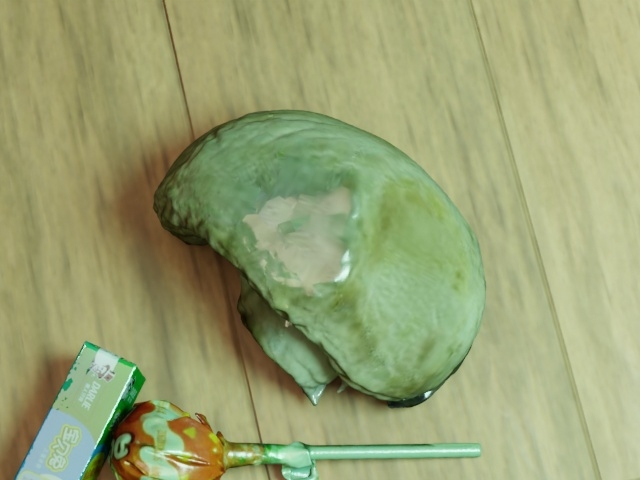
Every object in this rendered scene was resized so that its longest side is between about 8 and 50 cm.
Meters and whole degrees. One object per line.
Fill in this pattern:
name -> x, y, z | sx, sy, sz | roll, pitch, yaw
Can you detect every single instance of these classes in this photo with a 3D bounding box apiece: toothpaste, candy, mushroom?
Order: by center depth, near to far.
mushroom -> 0.008, -0.003, 1.401 | 0.189, 0.164, 0.267 | -39, 76, -6
toothpaste -> -0.216, 0.209, 1.405 | 0.050, 0.065, 0.266 | 24, 77, 9
candy -> -0.019, 0.161, 1.415 | 0.288, 0.078, 0.084 | -1, 54, -7
